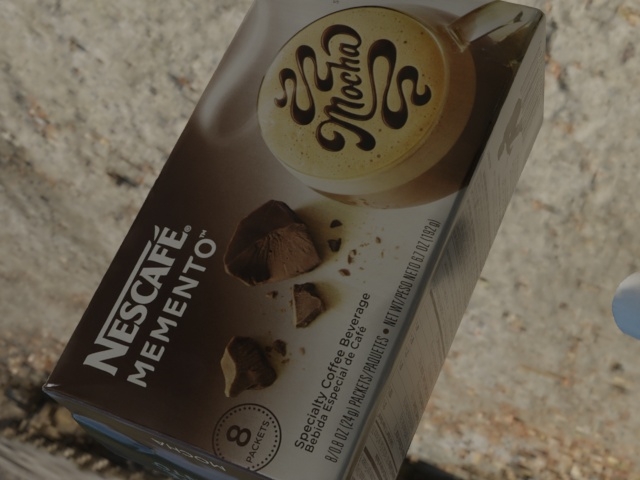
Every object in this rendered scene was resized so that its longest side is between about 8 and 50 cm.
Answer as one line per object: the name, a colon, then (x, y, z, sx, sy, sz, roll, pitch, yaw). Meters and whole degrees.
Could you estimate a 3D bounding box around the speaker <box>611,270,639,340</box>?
speaker: (0.259, 0.058, 0.763, 0.055, 0.055, 0.136, 35, 179, -15)

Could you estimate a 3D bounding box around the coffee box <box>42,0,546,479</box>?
coffee box: (0.000, 0.000, 0.621, 0.168, 0.297, 0.119, 18, 158, 19)
